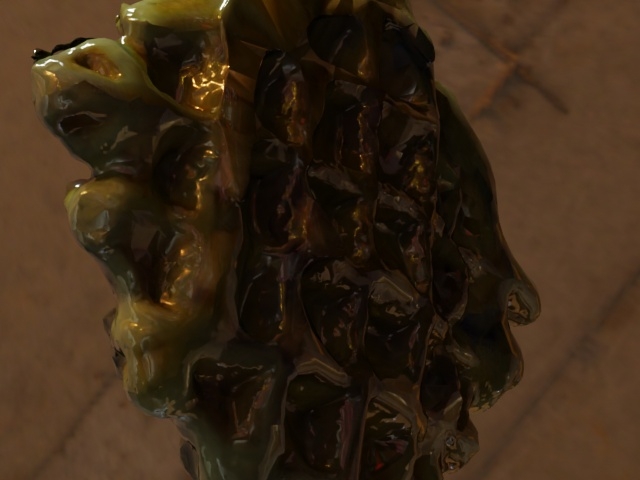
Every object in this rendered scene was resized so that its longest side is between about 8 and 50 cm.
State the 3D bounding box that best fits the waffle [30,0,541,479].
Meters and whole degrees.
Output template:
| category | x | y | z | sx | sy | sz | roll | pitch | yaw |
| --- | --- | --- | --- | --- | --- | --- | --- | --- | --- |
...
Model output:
| category | x | y | z | sx | sy | sz | roll | pitch | yaw |
| --- | --- | --- | --- | --- | --- | --- | --- | --- | --- |
| waffle | 0.002 | 0.000 | 0.658 | 0.054 | 0.223 | 0.204 | -11 | -73 | 36 |
